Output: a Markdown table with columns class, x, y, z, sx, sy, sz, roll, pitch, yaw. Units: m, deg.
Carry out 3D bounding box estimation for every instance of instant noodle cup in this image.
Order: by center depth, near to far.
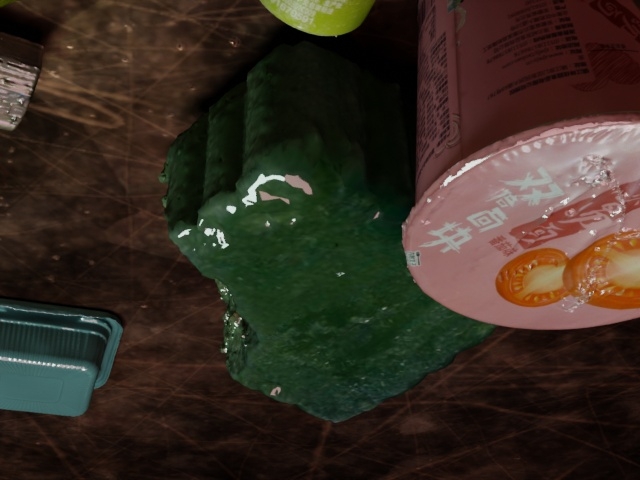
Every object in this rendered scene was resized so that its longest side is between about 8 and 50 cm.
| class | x | y | z | sx | sy | sz | roll | pitch | yaw |
| --- | --- | --- | --- | --- | --- | --- | --- | --- | --- |
| instant noodle cup | 0.171 | -0.091 | 0.795 | 0.243 | 0.231 | 0.243 | -1 | 144 | -1 |
| instant noodle cup | -0.316 | 0.134 | 1.225 | 0.179 | 0.070 | 0.157 | 9 | 141 | -15 |

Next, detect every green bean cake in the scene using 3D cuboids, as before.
| class | x | y | z | sx | sy | sz | roll | pitch | yaw |
| --- | --- | --- | --- | --- | --- | --- | --- | --- | --- |
| green bean cake | 0.000 | 0.000 | 0.972 | 0.308 | 0.169 | 0.300 | 25 | 135 | -33 |

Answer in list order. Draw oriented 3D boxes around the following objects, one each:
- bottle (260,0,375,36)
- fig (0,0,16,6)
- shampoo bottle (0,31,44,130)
| class | x | y | z | sx | sy | sz | roll | pitch | yaw |
| --- | --- | --- | --- | --- | --- | --- | --- | --- | --- |
| bottle | 0.053 | -0.265 | 0.660 | 0.093 | 0.093 | 0.330 | 12 | 143 | -20 |
| fig | -0.170 | -0.249 | 0.561 | 0.314 | 0.233 | 0.233 | -24 | 140 | 20 |
| shampoo bottle | -0.329 | -0.146 | 0.833 | 0.227 | 0.056 | 0.086 | 15 | 142 | -23 |
